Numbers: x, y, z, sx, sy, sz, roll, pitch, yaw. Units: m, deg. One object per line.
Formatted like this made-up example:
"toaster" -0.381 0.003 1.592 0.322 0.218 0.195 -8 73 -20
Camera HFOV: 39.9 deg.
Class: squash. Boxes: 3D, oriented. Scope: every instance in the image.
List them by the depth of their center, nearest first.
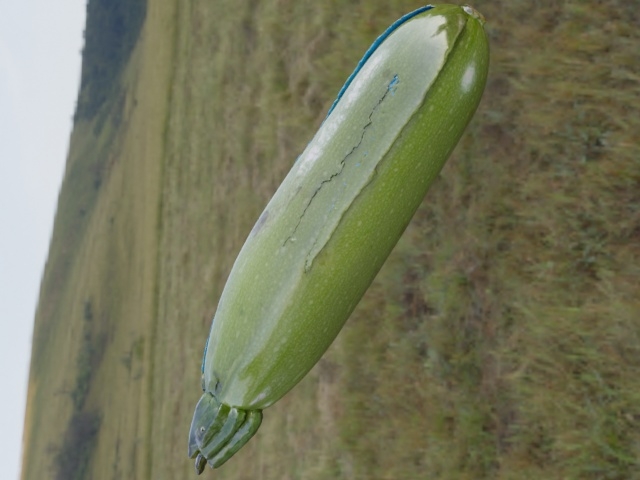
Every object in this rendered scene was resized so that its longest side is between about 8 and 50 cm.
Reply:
"squash" 0.000 0.000 0.563 0.341 0.094 0.094 -59 10 8
